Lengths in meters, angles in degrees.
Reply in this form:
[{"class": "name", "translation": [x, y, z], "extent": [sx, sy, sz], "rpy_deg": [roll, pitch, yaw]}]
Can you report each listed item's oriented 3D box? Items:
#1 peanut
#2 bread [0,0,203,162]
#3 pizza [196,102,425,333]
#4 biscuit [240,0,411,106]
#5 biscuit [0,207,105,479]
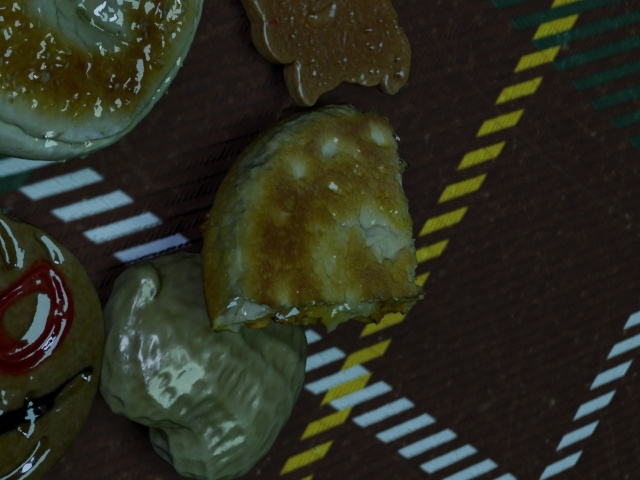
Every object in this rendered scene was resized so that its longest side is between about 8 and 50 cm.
[{"class": "peanut", "translation": [-0.114, 0.114, 1.789], "extent": [0.233, 0.110, 0.196], "rpy_deg": [48, 65, -38]}, {"class": "bread", "translation": [-0.242, -0.214, 1.553], "extent": [0.305, 0.159, 0.305], "rpy_deg": [-15, 116, -34]}, {"class": "pizza", "translation": [0.000, 0.000, 1.797], "extent": [0.226, 0.086, 0.335], "rpy_deg": [45, 45, -13]}, {"class": "biscuit", "translation": [-0.009, -0.231, 1.812], "extent": [0.280, 0.043, 0.183], "rpy_deg": [37, 70, -33]}, {"class": "biscuit", "translation": [-0.344, 0.078, 1.607], "extent": [0.367, 0.063, 0.314], "rpy_deg": [11, 97, -36]}]
